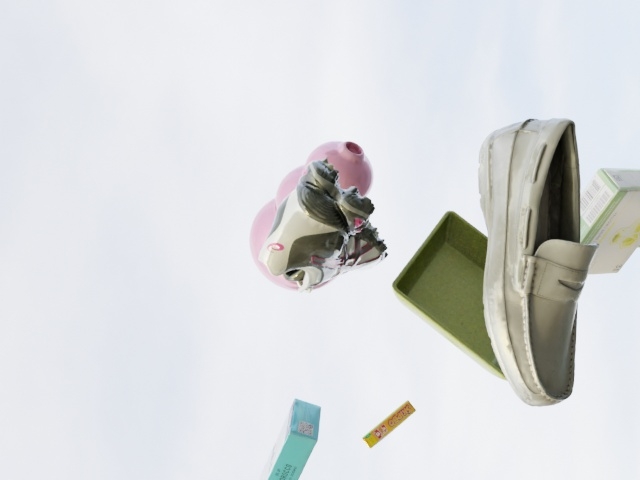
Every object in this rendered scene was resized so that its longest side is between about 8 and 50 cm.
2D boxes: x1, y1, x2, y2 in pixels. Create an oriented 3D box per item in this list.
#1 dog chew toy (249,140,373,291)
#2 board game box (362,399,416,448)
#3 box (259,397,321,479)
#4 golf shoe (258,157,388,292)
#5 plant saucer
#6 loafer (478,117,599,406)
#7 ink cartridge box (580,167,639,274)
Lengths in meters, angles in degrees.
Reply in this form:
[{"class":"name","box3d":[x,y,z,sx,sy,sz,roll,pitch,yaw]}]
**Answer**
[{"class":"dog chew toy","box3d":[-0.007,-0.052,1.269,0.207,0.206,0.332,-11,-35,-40]},{"class":"board game box","box3d":[0.155,0.408,1.469,0.124,0.039,0.259,-39,-13,-4]},{"class":"box","box3d":[-0.069,0.450,1.355,0.060,0.100,0.244,19,-62,-5]},{"class":"golf shoe","box3d":[0.000,0.000,0.746,0.120,0.105,0.273,-47,-18,-2]},{"class":"plant saucer","box3d":[0.198,0.074,0.868,0.188,0.045,0.188,38,-131,6]},{"class":"loafer","box3d":[0.245,0.023,0.725,0.112,0.111,0.319,-3,-94,-38]},{"class":"ink cartridge box","box3d":[0.465,-0.027,0.969,0.235,0.056,0.171,-1,-45,-22]}]
